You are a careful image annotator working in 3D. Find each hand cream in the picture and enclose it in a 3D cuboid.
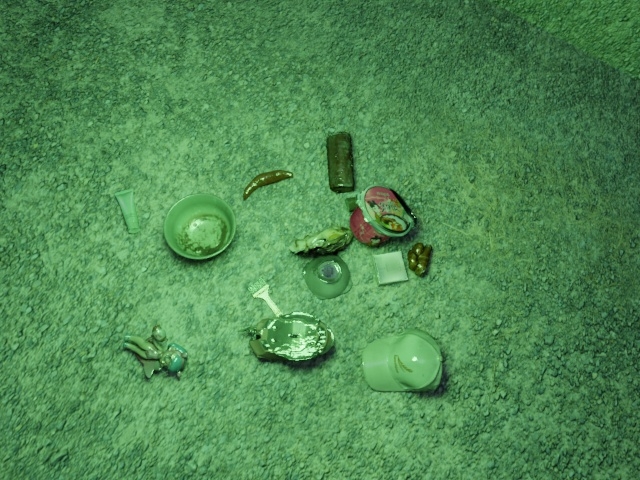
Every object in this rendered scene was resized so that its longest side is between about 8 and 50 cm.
[{"bbox_3d":[-0.819,-0.128,1.824,0.078,0.050,0.204,-20,71,-12],"label":"hand cream"}]

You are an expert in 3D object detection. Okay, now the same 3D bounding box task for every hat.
[{"bbox_3d":[0.316,0.480,1.689,0.302,0.168,0.257,-5,72,-8],"label":"hat"}]

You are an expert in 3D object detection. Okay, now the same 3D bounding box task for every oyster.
[{"bbox_3d":[0.000,0.010,1.812,0.271,0.275,0.100,1,116,8],"label":"oyster"}]

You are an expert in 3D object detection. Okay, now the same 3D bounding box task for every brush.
[{"bbox_3d":[-0.217,0.254,1.785,0.083,0.011,0.205,-36,80,-17],"label":"brush"}]

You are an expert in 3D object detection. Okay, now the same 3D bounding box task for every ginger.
[{"bbox_3d":[0.430,0.073,1.886,0.103,0.073,0.162,29,65,-11],"label":"ginger"}]

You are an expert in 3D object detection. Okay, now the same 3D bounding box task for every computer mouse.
[{"bbox_3d":[-0.137,0.396,1.698,0.389,0.115,0.199,2,55,6],"label":"computer mouse"}]

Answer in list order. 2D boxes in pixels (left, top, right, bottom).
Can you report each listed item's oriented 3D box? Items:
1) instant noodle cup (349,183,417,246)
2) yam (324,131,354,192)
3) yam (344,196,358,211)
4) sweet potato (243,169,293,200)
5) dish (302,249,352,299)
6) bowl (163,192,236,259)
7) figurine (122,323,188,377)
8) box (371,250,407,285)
[{"bbox_3d":[0.239,-0.088,1.833,0.302,0.181,0.258,28,50,-14],"label":"instant noodle cup"},{"bbox_3d":[0.089,-0.358,1.962,0.131,0.131,0.279,-1,75,-7],"label":"yam"},{"bbox_3d":[0.195,-0.176,1.942,0.169,0.068,0.068,-12,74,-14],"label":"yam"},{"bbox_3d":[-0.250,-0.269,1.928,0.255,0.058,0.078,-27,97,-10],"label":"sweet potato"},{"bbox_3d":[0.039,0.130,1.818,0.224,0.078,0.246,20,71,2],"label":"dish"},{"bbox_3d":[-0.490,-0.041,1.780,0.289,0.146,0.289,1,72,-4],"label":"bowl"},{"bbox_3d":[-0.624,0.408,1.634,0.260,0.103,0.205,20,96,5],"label":"figurine"},{"bbox_3d":[0.301,0.123,1.864,0.129,0.051,0.130,-8,74,-9],"label":"box"}]
